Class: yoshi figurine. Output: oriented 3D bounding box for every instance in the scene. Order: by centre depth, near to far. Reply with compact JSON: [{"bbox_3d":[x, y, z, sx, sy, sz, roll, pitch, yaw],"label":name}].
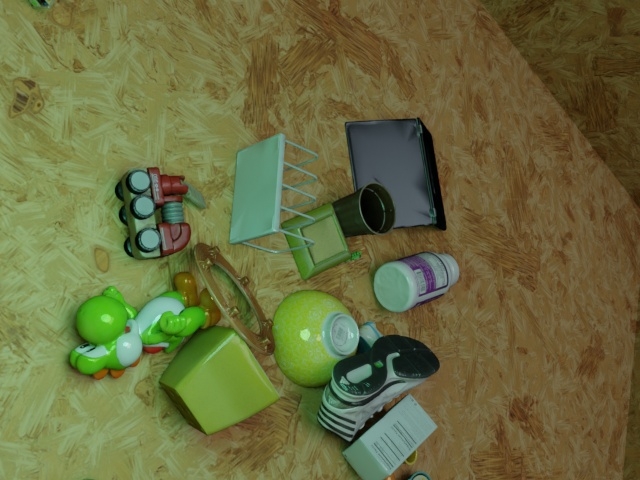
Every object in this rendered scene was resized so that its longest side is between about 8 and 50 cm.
[{"bbox_3d":[-0.411,0.171,1.562,0.362,0.203,0.203,-27,83,-41],"label":"yoshi figurine"}]

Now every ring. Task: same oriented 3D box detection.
[{"bbox_3d":[-0.206,0.140,1.704,0.336,0.032,0.336,54,6,-9],"label":"ring"}]

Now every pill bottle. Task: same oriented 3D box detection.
[{"bbox_3d":[0.331,0.128,2.267,0.301,0.169,0.169,-13,88,-45],"label":"pill bottle"}]

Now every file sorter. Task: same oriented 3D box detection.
[{"bbox_3d":[-0.121,-0.121,1.893,0.173,0.193,0.278,18,68,-42],"label":"file sorter"}]

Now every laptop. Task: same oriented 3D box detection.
[{"bbox_3d":[0.281,-0.220,2.412,0.408,0.236,0.382,12,70,-71],"label":"laptop"}]

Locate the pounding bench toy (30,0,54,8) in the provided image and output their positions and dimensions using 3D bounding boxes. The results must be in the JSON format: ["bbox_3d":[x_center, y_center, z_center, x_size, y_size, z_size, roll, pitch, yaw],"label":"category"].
[{"bbox_3d":[-0.672,-0.583,1.591,0.065,0.083,0.052,64,40,-56],"label":"pounding bench toy"}]

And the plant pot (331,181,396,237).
[{"bbox_3d":[0.122,-0.085,2.126,0.167,0.165,0.167,12,73,-41],"label":"plant pot"}]

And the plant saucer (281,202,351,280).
[{"bbox_3d":[0.000,0.000,2.040,0.188,0.045,0.188,-25,97,-27],"label":"plant saucer"}]

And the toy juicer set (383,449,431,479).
[{"bbox_3d":[0.288,0.816,2.109,0.209,0.089,0.329,-38,106,-42],"label":"toy juicer set"}]

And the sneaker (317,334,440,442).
[{"bbox_3d":[0.151,0.438,1.999,0.447,0.257,0.169,-7,45,-45],"label":"sneaker"}]

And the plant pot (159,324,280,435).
[{"bbox_3d":[-0.262,0.348,1.644,0.187,0.212,0.212,-38,106,-26],"label":"plant pot"}]

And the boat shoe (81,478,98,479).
[{"bbox_3d":[-0.424,0.646,1.475,0.302,0.103,0.113,54,50,-20],"label":"boat shoe"}]

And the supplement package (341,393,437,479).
[{"bbox_3d":[0.207,0.596,2.019,0.244,0.139,0.134,-30,73,-39],"label":"supplement package"}]

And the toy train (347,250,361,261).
[{"bbox_3d":[0.103,0.052,2.178,0.083,0.017,0.024,-15,100,-44],"label":"toy train"}]

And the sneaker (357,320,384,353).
[{"bbox_3d":[0.192,0.360,2.136,0.229,0.087,0.092,58,47,-19],"label":"sneaker"}]

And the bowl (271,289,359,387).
[{"bbox_3d":[0.018,0.276,1.947,0.289,0.156,0.289,13,70,-41],"label":"bowl"}]

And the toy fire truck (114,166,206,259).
[{"bbox_3d":[-0.372,-0.069,1.694,0.246,0.158,0.217,-7,84,-33],"label":"toy fire truck"}]
